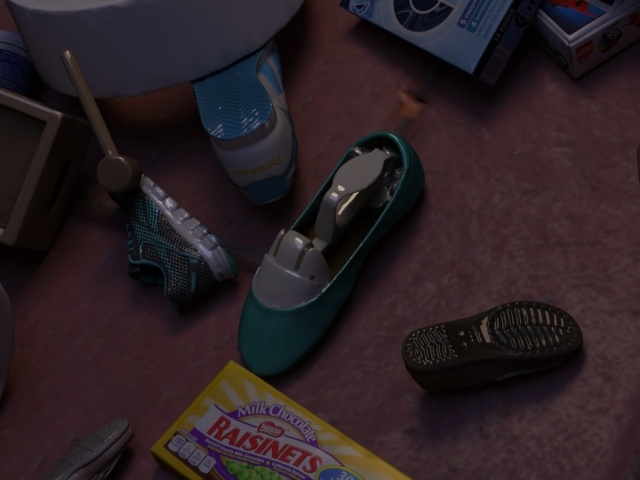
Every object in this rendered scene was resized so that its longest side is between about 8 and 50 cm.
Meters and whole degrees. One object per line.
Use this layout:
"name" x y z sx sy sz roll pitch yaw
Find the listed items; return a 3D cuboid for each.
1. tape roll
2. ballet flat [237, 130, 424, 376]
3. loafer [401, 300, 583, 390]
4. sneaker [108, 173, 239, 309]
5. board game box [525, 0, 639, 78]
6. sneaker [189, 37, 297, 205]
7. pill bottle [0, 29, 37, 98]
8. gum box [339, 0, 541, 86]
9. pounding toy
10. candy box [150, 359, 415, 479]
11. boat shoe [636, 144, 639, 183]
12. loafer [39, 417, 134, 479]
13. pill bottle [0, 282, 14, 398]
"tape roll" -0.158 -0.253 1.584 0.286 0.100 0.286 -14 35 10
"ballet flat" 0.000 0.000 1.411 0.083 0.087 0.247 25 66 30
"loafer" 0.136 0.087 1.334 0.148 0.050 0.056 -6 56 -6
"sneaker" -0.149 -0.001 1.476 0.076 0.065 0.166 -43 53 -10
"board game box" 0.229 -0.302 1.577 0.193 0.053 0.305 -32 53 -8
"sneaker" -0.069 -0.119 1.523 0.087 0.092 0.229 -17 33 8
"pill bottle" -0.316 -0.140 1.621 0.067 0.067 0.120 -3 55 15
"gum box" 0.123 -0.247 1.527 0.184 0.041 0.157 33 97 40
"pounding toy" -0.247 -0.083 1.505 0.206 0.094 0.181 22 92 14
"candy box" -0.030 0.184 1.327 0.206 0.027 0.105 30 65 32
"boat shoe" 0.293 -0.010 1.342 0.060 0.064 0.178 -8 51 14
"loafer" -0.200 0.198 1.368 0.125 0.039 0.045 -40 21 -16
"pill bottle" -0.461 0.063 1.434 0.361 0.204 0.204 18 62 26
